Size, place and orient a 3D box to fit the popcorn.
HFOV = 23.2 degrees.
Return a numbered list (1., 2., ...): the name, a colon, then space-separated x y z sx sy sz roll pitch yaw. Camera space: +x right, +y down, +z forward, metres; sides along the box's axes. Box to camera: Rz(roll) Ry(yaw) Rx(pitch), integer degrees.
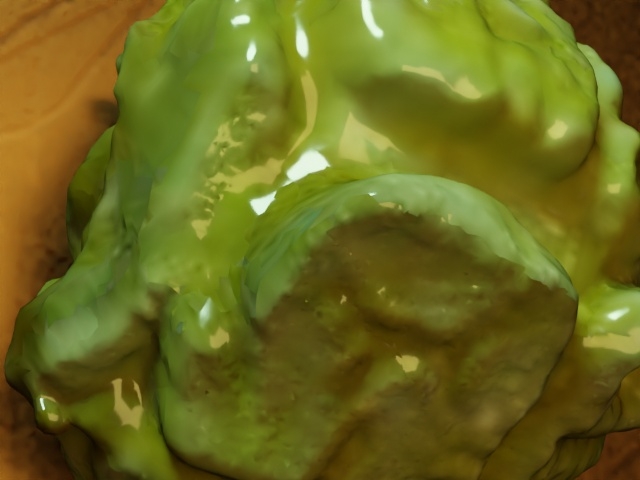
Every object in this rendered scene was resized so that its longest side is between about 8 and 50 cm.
1. popcorn: 0.001 0.000 0.451 0.167 0.187 0.185 17 60 -52
